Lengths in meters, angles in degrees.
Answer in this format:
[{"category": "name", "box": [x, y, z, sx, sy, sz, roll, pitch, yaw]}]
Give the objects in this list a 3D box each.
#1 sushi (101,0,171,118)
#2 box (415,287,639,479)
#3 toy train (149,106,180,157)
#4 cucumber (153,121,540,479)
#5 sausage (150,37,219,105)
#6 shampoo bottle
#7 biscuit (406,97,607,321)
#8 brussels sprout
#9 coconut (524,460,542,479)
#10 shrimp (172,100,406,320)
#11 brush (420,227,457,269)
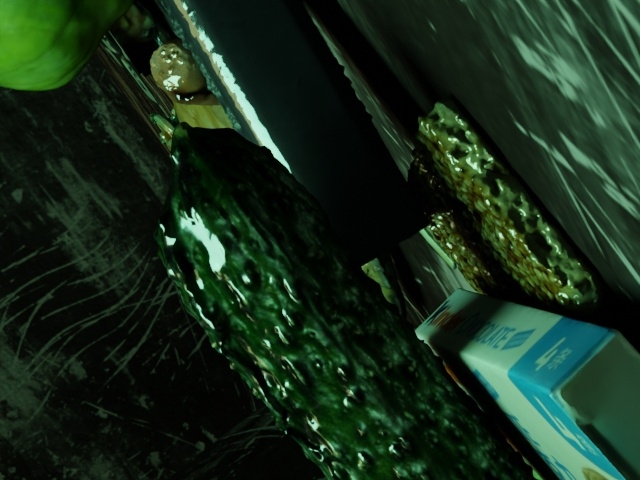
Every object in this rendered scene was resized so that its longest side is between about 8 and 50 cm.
[{"category": "sushi", "box": [-0.248, -0.290, 1.811, 0.292, 0.059, 0.294, 47, 173, 46]}, {"category": "box", "box": [0.172, 0.138, 0.885, 0.265, 0.048, 0.273, 48, 175, -7]}, {"category": "toy train", "box": [-0.095, -0.084, 1.778, 0.125, 0.081, 0.194, 46, 172, 20]}, {"category": "cucumber", "box": [0.027, 0.086, 0.910, 0.359, 0.096, 0.096, 50, 176, -19]}, {"category": "sausage", "box": [-0.046, -0.099, 1.096, 0.176, 0.047, 0.040, -2, -99, -63]}, {"category": "shampoo bottle", "box": [-0.048, -0.124, 0.975, 0.309, 0.071, 0.098, 58, 180, -1]}, {"category": "biscuit", "box": [0.091, 0.002, 0.943, 0.131, 0.025, 0.231, 51, 175, 9]}, {"category": "brussels sprout", "box": [-0.217, -0.216, 1.241, 0.219, 0.210, 0.271, 29, -179, 13]}, {"category": "coconut", "box": [0.174, 0.209, 1.327, 0.096, 0.088, 0.088, 55, 178, 45]}, {"category": "shrimp", "box": [0.000, 0.000, 1.545, 0.272, 0.085, 0.445, 43, 166, 35]}, {"category": "brush", "box": [0.062, -0.011, 1.198, 0.084, 0.013, 0.016, 49, 172, 19]}]
